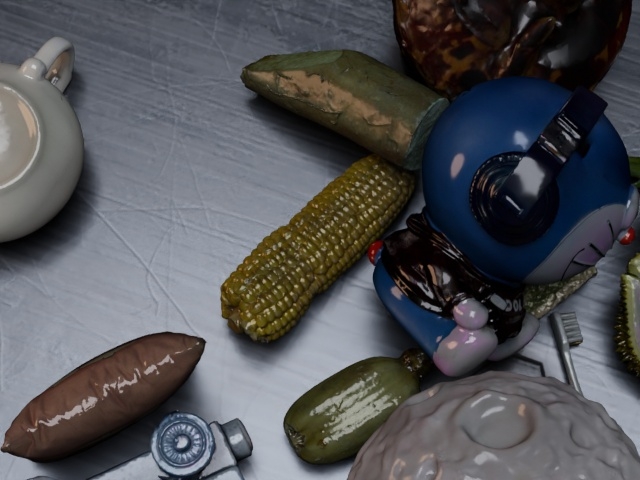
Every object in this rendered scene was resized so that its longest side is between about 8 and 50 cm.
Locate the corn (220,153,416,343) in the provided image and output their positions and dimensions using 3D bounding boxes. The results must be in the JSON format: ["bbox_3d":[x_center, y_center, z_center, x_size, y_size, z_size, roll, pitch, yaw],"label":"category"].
[{"bbox_3d":[0.000,0.000,1.680,0.101,0.101,0.291,41,73,12],"label":"corn"}]

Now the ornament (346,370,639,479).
[{"bbox_3d":[0.170,0.300,1.460,0.337,0.337,0.337,0,71,0],"label":"ornament"}]

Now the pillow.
[{"bbox_3d":[-0.228,0.165,1.563,0.236,0.223,0.084,-33,89,-12],"label":"pillow"}]

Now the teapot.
[{"bbox_3d":[-0.366,-0.112,1.701,0.208,0.166,0.299,26,66,16],"label":"teapot"}]

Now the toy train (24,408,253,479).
[{"bbox_3d":[-0.191,0.314,1.559,0.300,0.131,0.202,-25,75,-8],"label":"toy train"}]

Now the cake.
[{"bbox_3d":[0.258,0.055,1.691,0.140,0.055,0.051,-36,81,-10],"label":"cake"}]

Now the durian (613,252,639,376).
[{"bbox_3d":[0.402,0.106,1.659,0.147,0.102,0.208,2,94,3],"label":"durian"}]

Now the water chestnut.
[{"bbox_3d":[0.229,-0.276,1.688,0.300,0.300,0.300,0,71,0],"label":"water chestnut"}]

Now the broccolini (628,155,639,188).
[{"bbox_3d":[0.406,-0.057,1.729,0.392,0.079,0.074,13,113,3],"label":"broccolini"}]

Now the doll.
[{"bbox_3d":[0.199,-0.031,1.569,0.240,0.284,0.310,40,109,4],"label":"doll"}]

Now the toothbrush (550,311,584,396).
[{"bbox_3d":[0.312,0.240,1.644,0.030,0.025,0.342,-10,71,-6],"label":"toothbrush"}]

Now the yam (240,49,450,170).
[{"bbox_3d":[0.029,-0.170,1.702,0.259,0.106,0.106,30,73,29],"label":"yam"}]

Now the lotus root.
[{"bbox_3d":[0.046,0.181,1.632,0.183,0.077,0.090,-33,82,-8],"label":"lotus root"}]
